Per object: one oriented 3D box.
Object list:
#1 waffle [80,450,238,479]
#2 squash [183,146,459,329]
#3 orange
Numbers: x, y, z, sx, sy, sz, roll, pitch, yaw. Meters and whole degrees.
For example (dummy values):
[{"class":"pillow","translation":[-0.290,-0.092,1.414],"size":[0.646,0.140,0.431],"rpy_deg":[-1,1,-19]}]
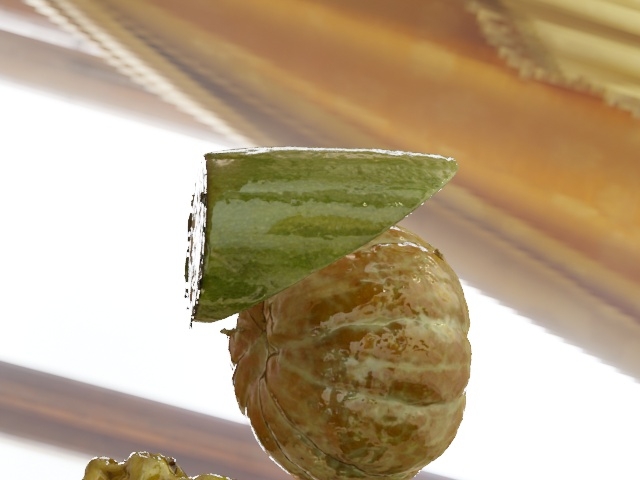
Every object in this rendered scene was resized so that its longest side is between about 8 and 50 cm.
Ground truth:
[{"class":"waffle","translation":[-0.134,0.350,1.459],"size":[0.151,0.261,0.324],"rpy_deg":[-43,137,-55]},{"class":"squash","translation":[0.000,0.000,1.633],"size":[0.189,0.260,0.189],"rpy_deg":[-177,-90,-79]},{"class":"orange","translation":[0.029,0.133,1.908],"size":[0.329,0.249,0.329],"rpy_deg":[-26,-119,59]}]
